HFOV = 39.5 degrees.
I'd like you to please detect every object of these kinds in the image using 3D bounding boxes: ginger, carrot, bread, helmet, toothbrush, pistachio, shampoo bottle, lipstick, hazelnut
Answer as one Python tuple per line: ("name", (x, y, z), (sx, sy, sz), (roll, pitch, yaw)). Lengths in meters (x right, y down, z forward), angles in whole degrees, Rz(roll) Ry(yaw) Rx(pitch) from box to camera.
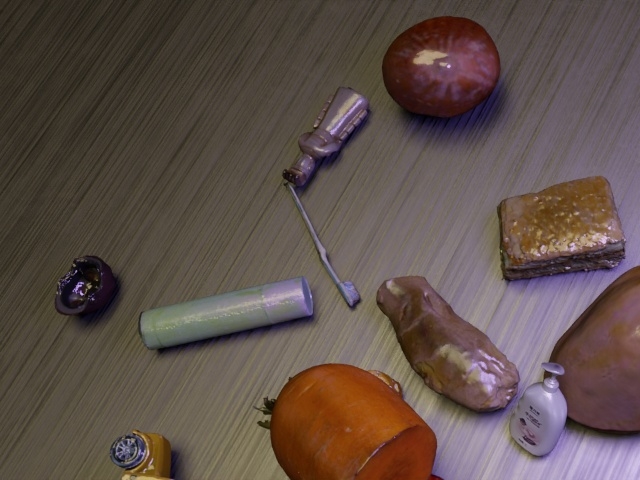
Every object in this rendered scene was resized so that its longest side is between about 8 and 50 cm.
("ginger", (0.189, 0.162, 1.375), (0.116, 0.109, 0.263), (-54, 55, 19))
("carrot", (0.036, 0.282, 1.281), (0.193, 0.214, 0.331), (-56, 35, -3))
("bread", (0.375, -0.017, 1.410), (0.196, 0.102, 0.138), (-8, 58, 17))
("bread", (0.086, 0.243, 1.404), (0.083, 0.046, 0.081), (0, 69, 17))
("helmet", (-0.428, 0.092, 1.650), (0.098, 0.070, 0.123), (20, 78, 34))
("toothbrush", (-0.005, 0.002, 1.577), (0.028, 0.026, 0.294), (-22, 56, -15))
("pistachio", (0.445, 0.170, 1.251), (0.260, 0.163, 0.212), (-50, 45, 16))
("shampoo bottle", (0.318, 0.234, 1.267), (0.045, 0.152, 0.077), (-19, 46, -35))
("lipstick", (-0.166, 0.126, 1.538), (0.304, 0.076, 0.076), (-14, 59, 11))
("hazelnut", (0.212, -0.302, 1.565), (0.214, 0.214, 0.176), (-13, 101, 13))

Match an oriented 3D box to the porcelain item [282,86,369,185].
("porcelain item", (0.007, -0.187, 1.656), (0.084, 0.054, 0.213), (25, 73, 31))

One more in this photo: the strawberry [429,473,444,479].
("strawberry", (0.141, 0.416, 1.272), (0.187, 0.082, 0.146), (-18, 36, 27))

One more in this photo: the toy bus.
("toy bus", (-0.273, 0.467, 1.368), (0.123, 0.121, 0.335), (2, 64, 10))
